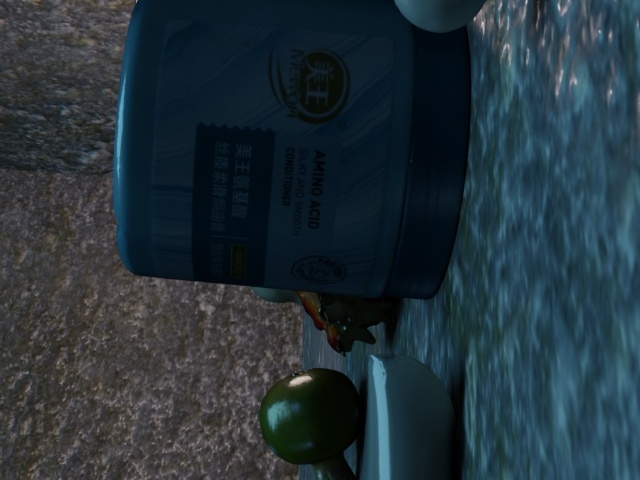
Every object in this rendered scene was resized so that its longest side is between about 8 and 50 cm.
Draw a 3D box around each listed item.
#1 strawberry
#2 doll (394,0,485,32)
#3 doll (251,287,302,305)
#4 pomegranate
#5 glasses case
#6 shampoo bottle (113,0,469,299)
[{"bbox_3d":[0.009,0.015,1.363,0.253,0.150,0.280,61,171,-32],"label":"strawberry"},{"bbox_3d":[0.105,-0.400,0.716,0.366,0.187,0.376,82,176,-52],"label":"doll"},{"bbox_3d":[-0.034,0.007,1.919,0.370,0.215,0.226,99,-169,-72],"label":"doll"},{"bbox_3d":[-0.009,0.310,1.589,0.179,0.179,0.210,100,154,-55],"label":"pomegranate"},{"bbox_3d":[0.078,0.265,0.887,0.128,0.083,0.308,86,-173,-75],"label":"glasses case"},{"bbox_3d":[-0.037,-0.109,1.079,0.331,0.342,0.331,-175,90,-87],"label":"shampoo bottle"}]
